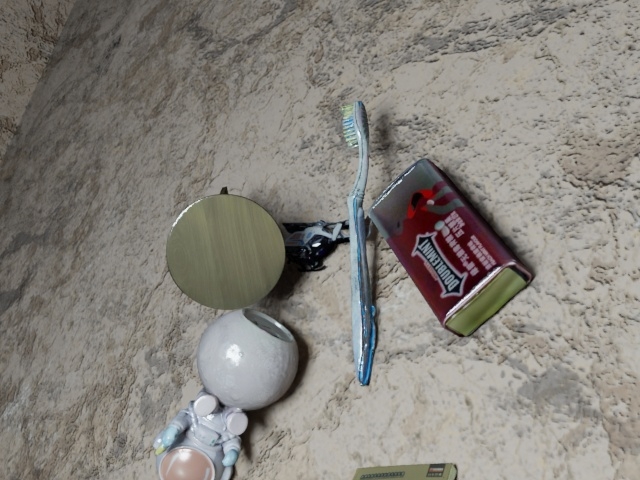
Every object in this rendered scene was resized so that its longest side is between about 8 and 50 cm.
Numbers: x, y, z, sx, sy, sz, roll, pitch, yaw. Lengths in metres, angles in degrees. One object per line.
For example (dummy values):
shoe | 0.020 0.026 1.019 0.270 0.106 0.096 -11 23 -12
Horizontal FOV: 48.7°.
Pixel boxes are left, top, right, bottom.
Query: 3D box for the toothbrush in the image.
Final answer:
toothbrush | 0.053 -0.007 0.977 0.042 0.035 0.413 -13 68 31

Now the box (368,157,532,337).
box | 0.155 0.003 0.892 0.120 0.069 0.224 -44 43 16

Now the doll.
doll | -0.143 0.238 1.002 0.151 0.151 0.287 38 102 50

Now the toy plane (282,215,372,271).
toy plane | 0.000 0.001 1.064 0.197 0.053 0.078 -8 52 47

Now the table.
table | -0.142 -0.005 1.097 0.167 0.167 0.226 -53 11 6

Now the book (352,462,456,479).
book | 0.060 0.324 0.755 0.139 0.016 0.198 -17 26 37
